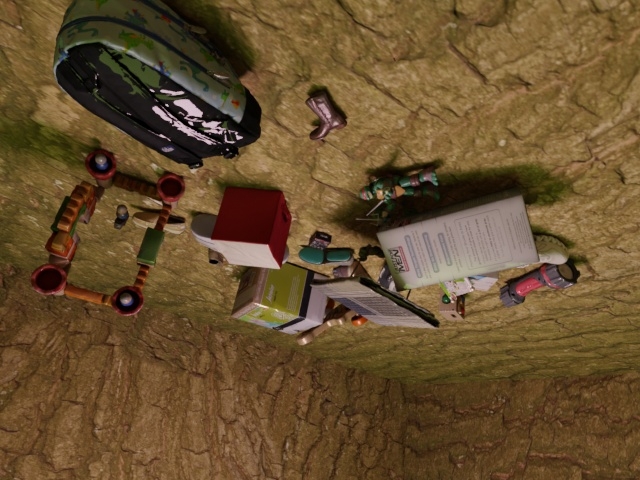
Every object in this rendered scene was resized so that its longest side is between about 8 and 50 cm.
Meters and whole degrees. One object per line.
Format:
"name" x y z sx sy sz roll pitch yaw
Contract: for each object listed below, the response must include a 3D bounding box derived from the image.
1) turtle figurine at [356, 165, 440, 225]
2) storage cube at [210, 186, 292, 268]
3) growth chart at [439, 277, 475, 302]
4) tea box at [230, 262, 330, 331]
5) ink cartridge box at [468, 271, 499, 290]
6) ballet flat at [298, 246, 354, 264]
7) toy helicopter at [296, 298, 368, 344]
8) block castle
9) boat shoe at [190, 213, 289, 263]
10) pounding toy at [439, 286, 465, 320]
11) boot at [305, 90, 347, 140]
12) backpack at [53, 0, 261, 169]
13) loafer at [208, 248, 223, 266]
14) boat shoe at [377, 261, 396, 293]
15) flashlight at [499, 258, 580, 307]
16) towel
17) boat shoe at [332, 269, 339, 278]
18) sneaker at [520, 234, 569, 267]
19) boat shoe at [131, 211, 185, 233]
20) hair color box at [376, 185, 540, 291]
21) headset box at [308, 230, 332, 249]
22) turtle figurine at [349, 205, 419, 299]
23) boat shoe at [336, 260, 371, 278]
"turtle figurine" 0.192 -0.126 1.196 0.235 0.117 0.175 -13 164 12
"storage cube" -0.215 -0.038 1.443 0.215 0.193 0.183 5 154 10
"growth chart" 0.465 0.132 1.608 0.171 0.021 0.237 54 166 12
"tea box" -0.183 0.253 1.991 0.324 0.219 0.329 21 153 -18
"ink cartridge box" 0.553 0.113 1.570 0.092 0.089 0.143 9 155 4
"ballet flat" 0.023 0.068 1.707 0.214 0.072 0.068 2 157 16
"toy helicopter" 0.033 0.370 2.088 0.140 0.355 0.235 64 158 -10
"block castle" -0.618 -0.023 1.345 0.303 0.452 0.213 19 160 -15
"boat shoe" -0.297 0.022 1.663 0.368 0.135 0.156 15 154 -3
"pounding toy" 0.544 0.259 1.826 0.100 0.130 0.141 -8 149 33
"boot" -0.009 -0.287 1.031 0.107 0.037 0.114 -21 145 27
"backpack" -0.332 -0.316 0.894 0.290 0.272 0.356 -7 171 37
"loafer" -0.459 0.083 1.944 0.056 0.050 0.148 7 154 7
"boat shoe" 0.278 0.162 1.783 0.114 0.091 0.302 -30 160 -18
"flashlight" 0.745 0.157 1.561 0.103 0.103 0.304 -16 160 -26
"towel" 0.161 0.181 1.366 0.312 0.056 0.324 32 161 -20
"boat shoe" 0.095 0.181 1.912 0.066 0.066 0.183 -1 152 23
"sneaker" 0.619 0.035 1.360 0.293 0.118 0.110 16 152 -13
"boat shoe" -0.594 -0.080 1.664 0.190 0.068 0.072 10 144 -22
"hair color box" 0.363 0.001 1.211 0.375 0.113 0.185 -15 103 22
"headset box" 0.000 0.000 1.619 0.062 0.032 0.083 17 153 -14
"turtle figurine" 0.224 0.042 1.390 0.198 0.275 0.266 33 145 37
"boat shoe" 0.145 0.175 1.852 0.093 0.102 0.285 3 150 26
